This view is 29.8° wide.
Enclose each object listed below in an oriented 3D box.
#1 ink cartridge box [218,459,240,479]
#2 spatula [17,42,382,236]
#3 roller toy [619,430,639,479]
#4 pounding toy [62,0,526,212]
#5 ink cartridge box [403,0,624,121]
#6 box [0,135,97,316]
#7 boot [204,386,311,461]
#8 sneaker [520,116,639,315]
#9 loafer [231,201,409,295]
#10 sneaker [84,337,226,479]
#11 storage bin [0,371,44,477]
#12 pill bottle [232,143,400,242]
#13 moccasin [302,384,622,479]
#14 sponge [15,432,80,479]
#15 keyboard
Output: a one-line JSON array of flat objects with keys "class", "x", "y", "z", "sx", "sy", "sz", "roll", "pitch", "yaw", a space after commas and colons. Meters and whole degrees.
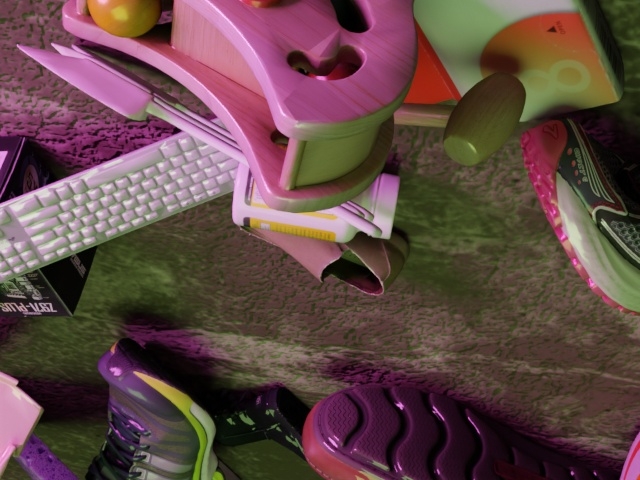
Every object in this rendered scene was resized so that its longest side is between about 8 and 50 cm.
[{"class": "ink cartridge box", "x": -0.175, "y": 0.340, "z": 1.384, "sx": 0.176, "sy": 0.128, "sz": 0.127, "roll": -10, "pitch": 139, "yaw": 27}, {"class": "spatula", "x": -0.069, "y": -0.064, "z": 0.769, "sx": 0.242, "sy": 0.019, "sz": 0.168, "roll": 30, "pitch": -176, "yaw": -4}, {"class": "roller toy", "x": 0.356, "y": 0.252, "z": 1.062, "sx": 0.146, "sy": 0.191, "sz": 0.209, "roll": 13, "pitch": 144, "yaw": -4}, {"class": "pounding toy", "x": -0.026, "y": -0.086, "z": 0.705, "sx": 0.270, "sy": 0.154, "sz": 0.155, "roll": 25, "pitch": 144, "yaw": 7}, {"class": "ink cartridge box", "x": 0.080, "y": -0.128, "z": 0.749, "sx": 0.179, "sy": 0.045, "sz": 0.145, "roll": -13, "pitch": 137, "yaw": 27}, {"class": "box", "x": -0.300, "y": -0.007, "z": 0.989, "sx": 0.180, "sy": 0.077, "sz": 0.147, "roll": -2, "pitch": 142, "yaw": 18}, {"class": "boot", "x": -0.057, "y": 0.195, "z": 1.225, "sx": 0.099, "sy": 0.045, "sz": 0.121, "roll": -17, "pitch": 129, "yaw": 30}, {"class": "sneaker", "x": 0.253, "y": -0.008, "z": 0.818, "sx": 0.299, "sy": 0.120, "sz": 0.112, "roll": 27, "pitch": 125, "yaw": -30}, {"class": "loafer", "x": 0.000, "y": 0.000, "z": 0.939, "sx": 0.148, "sy": 0.050, "sz": 0.056, "roll": 19, "pitch": 144, "yaw": -10}, {"class": "sneaker", "x": -0.173, "y": 0.209, "z": 1.182, "sx": 0.111, "sy": 0.121, "sz": 0.300, "roll": 37, "pitch": 154, "yaw": 30}, {"class": "storage bin", "x": -0.415, "y": 0.124, "z": 1.078, "sx": 0.260, "sy": 0.123, "sz": 0.262, "roll": 32, "pitch": 166, "yaw": -26}, {"class": "pill bottle", "x": -0.002, "y": -0.033, "z": 0.882, "sx": 0.116, "sy": 0.065, "sz": 0.065, "roll": 10, "pitch": 144, "yaw": 2}, {"class": "moccasin", "x": 0.147, "y": 0.246, "z": 1.176, "sx": 0.380, "sy": 0.139, "sz": 0.147, "roll": 19, "pitch": 136, "yaw": -25}, {"class": "sponge", "x": -0.294, "y": 0.230, "z": 1.252, "sx": 0.210, "sy": 0.031, "sz": 0.117, "roll": 36, "pitch": 157, "yaw": 37}, {"class": "keyboard", "x": -0.180, "y": -0.021, "z": 0.900, "sx": 0.256, "sy": 0.014, "sz": 0.072, "roll": -22, "pitch": 142, "yaw": 0}]
